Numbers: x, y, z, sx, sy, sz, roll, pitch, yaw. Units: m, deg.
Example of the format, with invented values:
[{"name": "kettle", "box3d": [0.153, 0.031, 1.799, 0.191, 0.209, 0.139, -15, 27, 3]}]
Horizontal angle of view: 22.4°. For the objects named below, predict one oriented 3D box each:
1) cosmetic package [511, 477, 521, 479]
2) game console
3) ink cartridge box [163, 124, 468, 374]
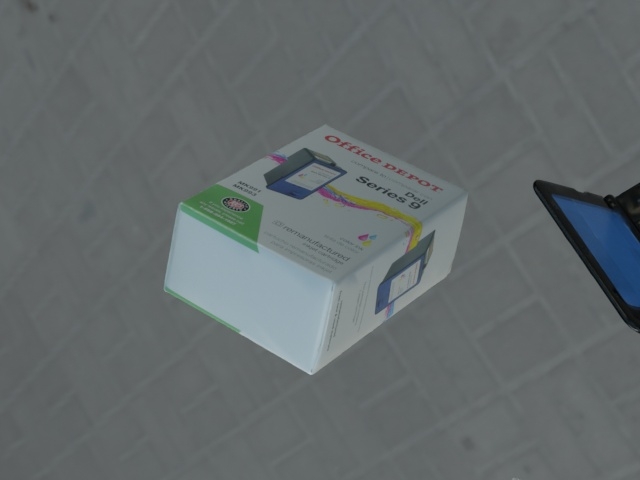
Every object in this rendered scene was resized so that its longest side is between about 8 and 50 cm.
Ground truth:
[{"name": "cosmetic package", "box3d": [0.145, 0.235, 0.774, 0.239, 0.099, 0.060, 43, 152, 8]}, {"name": "game console", "box3d": [0.197, -0.003, 0.901, 0.122, 0.107, 0.071, 62, -176, 39]}, {"name": "ink cartridge box", "box3d": [0.000, 0.000, 1.324, 0.154, 0.212, 0.093, 28, 123, 24]}]
